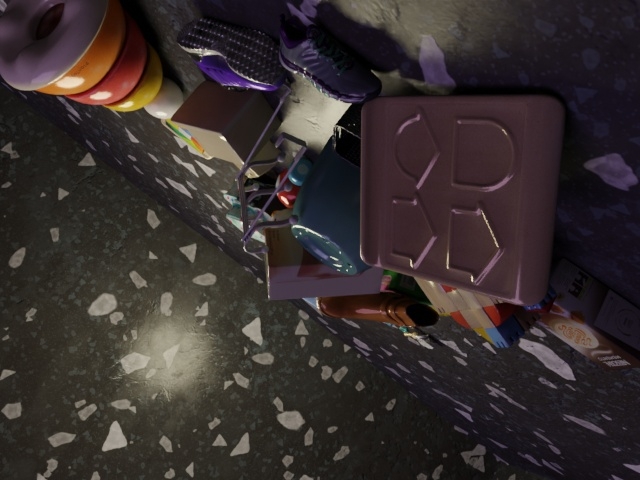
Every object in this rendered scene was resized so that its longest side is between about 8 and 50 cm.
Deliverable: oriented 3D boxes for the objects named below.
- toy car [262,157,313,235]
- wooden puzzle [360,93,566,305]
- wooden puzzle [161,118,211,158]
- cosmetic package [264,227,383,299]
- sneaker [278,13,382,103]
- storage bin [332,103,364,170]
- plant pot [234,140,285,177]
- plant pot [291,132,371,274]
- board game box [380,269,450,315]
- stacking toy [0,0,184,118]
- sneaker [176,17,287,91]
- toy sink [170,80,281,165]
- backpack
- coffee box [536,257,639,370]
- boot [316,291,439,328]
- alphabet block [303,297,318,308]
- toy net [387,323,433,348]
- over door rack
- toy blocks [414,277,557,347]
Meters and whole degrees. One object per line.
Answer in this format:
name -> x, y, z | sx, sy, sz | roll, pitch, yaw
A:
toy car -> -0.080, -0.070, 1.540 | 0.210, 0.238, 0.219 | 42, 163, 1
wooden puzzle -> 0.228, -0.082, 0.941 | 0.348, 0.080, 0.322 | 12, 110, 40
wooden puzzle -> -0.438, -0.364, 1.811 | 0.221, 0.044, 0.239 | 39, 163, -8
cosmetic package -> 0.005, 0.054, 1.442 | 0.153, 0.296, 0.129 | -103, 14, -47
sneaker -> 0.009, -0.324, 0.984 | 0.224, 0.083, 0.098 | 30, 157, 21
storage bin -> 0.121, -0.190, 1.109 | 0.180, 0.084, 0.122 | 33, 163, 13
plant pot -> -0.186, -0.237, 1.564 | 0.109, 0.096, 0.109 | 45, 161, -23
plant pot -> 0.072, -0.064, 1.284 | 0.293, 0.235, 0.293 | 32, 162, 11
board game box -> 0.271, 0.162, 1.671 | 0.242, 0.064, 0.316 | 21, 166, -12
stacking toy -> -0.544, -0.451, 1.451 | 0.351, 0.350, 0.480 | 26, 176, 31
sneaker -> -0.167, -0.372, 1.185 | 0.293, 0.102, 0.146 | 33, 167, 29
toy sink -> -0.242, -0.300, 1.414 | 0.234, 0.152, 0.131 | 20, 157, 40
backpack -> -0.194, -0.103, 1.798 | 0.253, 0.191, 0.225 | 31, 173, 44
coffee box -> 0.556, 0.158, 1.158 | 0.246, 0.098, 0.141 | 35, 163, 5
boot -> 0.154, 0.184, 1.479 | 0.283, 0.109, 0.220 | 16, 175, -31
alphabet block -> 0.004, 0.070, 1.724 | 0.192, 0.193, 0.197 | 31, -159, 22
toy net -> 0.349, 0.344, 2.167 | 0.232, 0.045, 0.122 | 29, 160, 17
over door rack -> -0.100, -0.159, 1.225 | 0.108, 0.239, 0.324 | 7, 133, -22
toy blocks -> 0.339, 0.104, 1.156 | 0.261, 0.191, 0.381 | 55, 162, 2
